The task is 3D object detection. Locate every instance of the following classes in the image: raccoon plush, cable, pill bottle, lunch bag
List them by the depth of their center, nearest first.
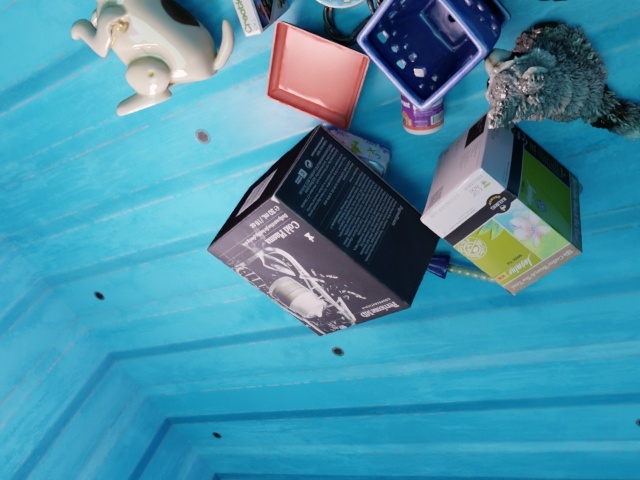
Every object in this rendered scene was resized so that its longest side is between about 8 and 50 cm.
[{"bbox_3d":[0.564,-0.317,1.267,0.446,0.299,0.216,20,132,6],"label":"raccoon plush"},{"bbox_3d":[0.081,-0.572,1.440,0.150,0.047,0.184,18,129,2],"label":"cable"},{"bbox_3d":[0.259,-0.380,1.472,0.108,0.108,0.193,4,128,20],"label":"pill bottle"},{"bbox_3d":[0.086,-0.225,1.669,0.219,0.090,0.176,20,147,6],"label":"lunch bag"}]

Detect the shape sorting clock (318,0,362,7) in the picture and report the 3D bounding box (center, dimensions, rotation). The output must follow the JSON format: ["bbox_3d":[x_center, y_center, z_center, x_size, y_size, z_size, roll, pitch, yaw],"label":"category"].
[{"bbox_3d":[0.047,-0.656,1.347,0.206,0.040,0.206,5,109,14],"label":"shape sorting clock"}]

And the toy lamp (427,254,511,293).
[{"bbox_3d":[0.469,0.099,1.796,0.274,0.080,0.080,11,130,11],"label":"toy lamp"}]

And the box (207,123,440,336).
[{"bbox_3d":[0.000,0.000,1.686,0.472,0.297,0.480,38,147,-15],"label":"box"}]

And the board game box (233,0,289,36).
[{"bbox_3d":[-0.173,-0.668,1.362,0.053,0.193,0.305,-3,125,24],"label":"board game box"}]

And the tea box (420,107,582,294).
[{"bbox_3d":[0.465,-0.105,1.460,0.323,0.329,0.220,37,131,-8],"label":"tea box"}]

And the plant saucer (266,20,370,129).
[{"bbox_3d":[-0.009,-0.447,1.544,0.258,0.048,0.259,23,145,4],"label":"plant saucer"}]

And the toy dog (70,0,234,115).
[{"bbox_3d":[-0.464,-0.585,1.498,0.395,0.284,0.408,-9,121,28],"label":"toy dog"}]

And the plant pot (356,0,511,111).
[{"bbox_3d":[0.261,-0.472,1.271,0.236,0.212,0.236,46,144,-5],"label":"plant pot"}]
